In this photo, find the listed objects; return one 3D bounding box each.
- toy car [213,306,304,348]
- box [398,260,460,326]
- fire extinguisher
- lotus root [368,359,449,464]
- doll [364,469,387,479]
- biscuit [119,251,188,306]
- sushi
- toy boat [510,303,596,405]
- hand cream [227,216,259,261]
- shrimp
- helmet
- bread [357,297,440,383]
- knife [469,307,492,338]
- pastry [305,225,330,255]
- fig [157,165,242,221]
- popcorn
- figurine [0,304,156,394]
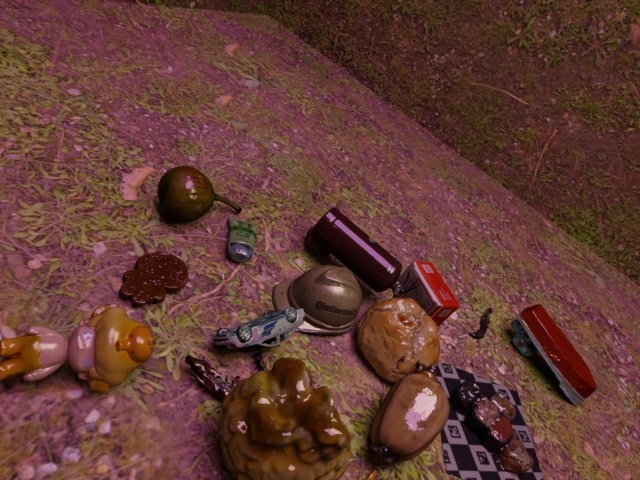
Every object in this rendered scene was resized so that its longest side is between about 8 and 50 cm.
[{"bbox_3d":[-0.133,0.208,1.004,0.224,0.090,0.076,-15,91,-46],"label":"toy car"},{"bbox_3d":[0.319,0.171,1.355,0.099,0.133,0.182,5,45,-32],"label":"box"},{"bbox_3d":[0.136,0.047,1.292,0.337,0.114,0.135,42,50,9],"label":"fire extinguisher"},{"bbox_3d":[0.203,0.393,0.989,0.140,0.154,0.257,39,53,14],"label":"lotus root"},{"bbox_3d":[0.128,0.520,0.855,0.084,0.073,0.127,-39,67,-19],"label":"doll"},{"bbox_3d":[-0.382,0.087,1.013,0.124,0.026,0.175,34,35,4],"label":"biscuit"},{"bbox_3d":[0.454,0.470,1.153,0.320,0.069,0.339,25,36,-11],"label":"sushi"},{"bbox_3d":[0.754,0.382,1.454,0.145,0.133,0.332,-11,64,-51],"label":"toy boat"},{"bbox_3d":[-0.219,-0.007,1.233,0.095,0.046,0.175,15,36,-15],"label":"hand cream"},{"bbox_3d":[-0.180,0.273,0.931,0.195,0.035,0.148,39,37,-3],"label":"shrimp"},{"bbox_3d":[0.017,0.134,1.165,0.258,0.137,0.204,2,45,-36],"label":"helmet"},{"bbox_3d":[0.217,0.255,1.170,0.244,0.134,0.244,18,39,-16],"label":"bread"},{"bbox_3d":[0.561,0.282,1.504,0.045,0.021,0.222,42,37,17],"label":"knife"},{"bbox_3d":[0.000,0.000,1.383,0.109,0.057,0.097,-12,56,-43],"label":"pastry"},{"bbox_3d":[-0.318,-0.129,1.226,0.259,0.151,0.151,-6,50,-46],"label":"fig"},{"bbox_3d":[-0.053,0.332,0.778,0.206,0.251,0.237,-5,62,-45],"label":"popcorn"},{"bbox_3d":[-0.417,0.194,0.778,0.246,0.131,0.156,6,77,-35],"label":"figurine"}]
